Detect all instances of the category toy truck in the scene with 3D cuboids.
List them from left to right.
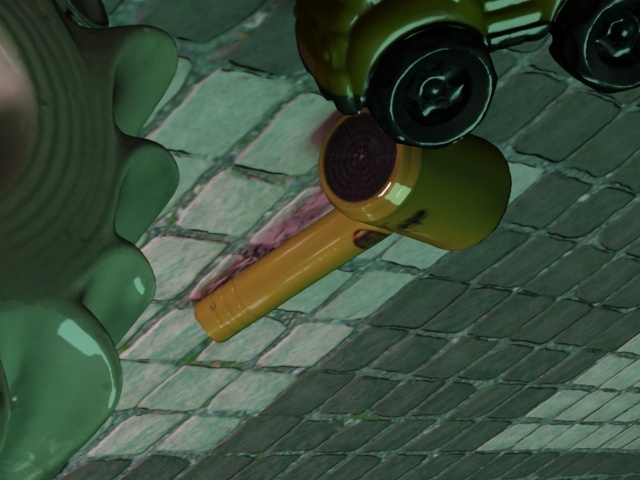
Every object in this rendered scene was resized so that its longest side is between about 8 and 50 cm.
[{"bbox_3d":[0.090,-0.166,0.719,0.224,0.147,0.165,-19,128,-6],"label":"toy truck"}]

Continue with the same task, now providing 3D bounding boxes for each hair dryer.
[{"bbox_3d":[0.000,0.000,0.985,0.279,0.090,0.135,-34,153,29],"label":"hair dryer"}]

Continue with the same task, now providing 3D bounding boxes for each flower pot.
[{"bbox_3d":[-0.234,-0.053,0.452,0.367,0.254,0.164,27,131,-20],"label":"flower pot"}]

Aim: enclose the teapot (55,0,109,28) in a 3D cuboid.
[{"bbox_3d":[-0.201,-0.073,0.651,0.200,0.107,0.077,-32,151,11],"label":"teapot"}]
